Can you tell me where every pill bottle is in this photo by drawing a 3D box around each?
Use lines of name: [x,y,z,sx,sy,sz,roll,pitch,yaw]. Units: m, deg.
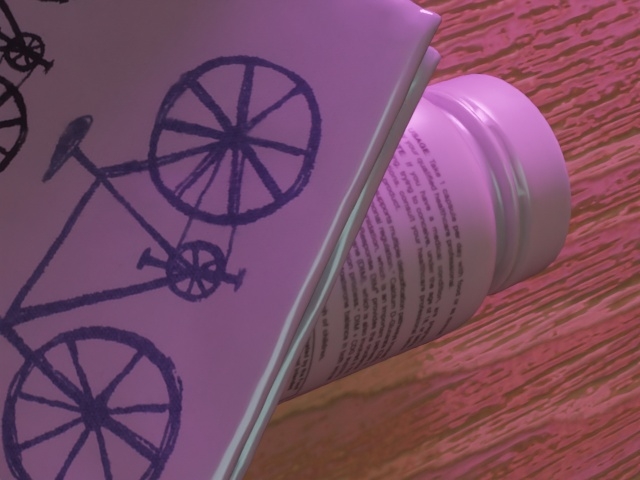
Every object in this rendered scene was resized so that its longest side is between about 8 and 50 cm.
pill bottle: [0.000,0.000,0.965,0.283,0.160,0.160,-20,102,-32]

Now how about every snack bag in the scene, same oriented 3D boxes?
snack bag: [-0.154,-0.030,0.827,0.342,0.037,0.323,22,76,10]
